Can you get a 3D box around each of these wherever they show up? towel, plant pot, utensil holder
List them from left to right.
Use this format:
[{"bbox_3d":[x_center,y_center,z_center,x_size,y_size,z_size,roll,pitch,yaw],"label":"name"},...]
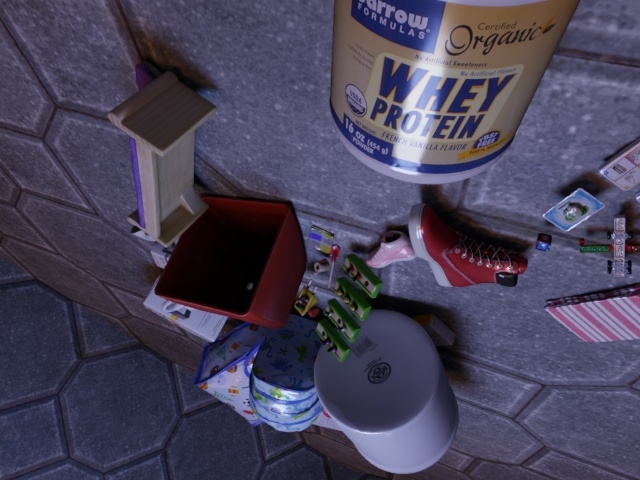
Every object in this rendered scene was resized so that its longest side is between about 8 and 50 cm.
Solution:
[{"bbox_3d":[-0.178,0.075,1.156,0.267,0.267,0.236,8,155,28],"label":"plant pot"},{"bbox_3d":[0.000,0.000,1.128,0.060,0.009,0.083,24,149,5],"label":"towel"},{"bbox_3d":[0.183,0.403,1.262,0.327,0.328,0.386,9,150,26],"label":"utensil holder"},{"bbox_3d":[0.558,0.146,0.923,0.144,0.029,0.197,37,150,-18],"label":"towel"}]

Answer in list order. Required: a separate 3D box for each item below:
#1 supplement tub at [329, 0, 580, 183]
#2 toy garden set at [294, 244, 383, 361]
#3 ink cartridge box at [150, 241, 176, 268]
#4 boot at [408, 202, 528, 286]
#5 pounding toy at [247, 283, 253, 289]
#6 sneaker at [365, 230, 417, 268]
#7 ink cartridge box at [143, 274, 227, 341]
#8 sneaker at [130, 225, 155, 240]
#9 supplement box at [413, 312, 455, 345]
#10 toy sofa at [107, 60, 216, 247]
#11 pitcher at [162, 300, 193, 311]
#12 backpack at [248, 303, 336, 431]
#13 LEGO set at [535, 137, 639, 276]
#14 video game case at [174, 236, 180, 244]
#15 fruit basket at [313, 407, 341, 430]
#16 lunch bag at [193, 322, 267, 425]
[{"bbox_3d":[0.126,-0.234,0.473,0.228,0.228,0.316,19,149,11],"label":"supplement tub"},{"bbox_3d":[0.023,0.133,1.131,0.204,0.049,0.245,46,128,37],"label":"toy garden set"},{"bbox_3d":[-0.453,0.060,1.506,0.135,0.056,0.099,20,149,10],"label":"ink cartridge box"},{"bbox_3d":[0.274,0.010,0.873,0.176,0.089,0.244,-1,148,37],"label":"boot"},{"bbox_3d":[-0.226,0.159,1.428,0.180,0.094,0.206,-2,147,38],"label":"pounding toy"},{"bbox_3d":[0.137,0.015,1.012,0.134,0.051,0.070,-17,128,44],"label":"sneaker"},{"bbox_3d":[-0.486,0.251,1.727,0.278,0.117,0.201,32,160,-10],"label":"ink cartridge box"},{"bbox_3d":[-0.499,-0.026,1.425,0.152,0.054,0.061,4,153,42],"label":"sneaker"},{"bbox_3d":[0.290,0.230,1.233,0.098,0.036,0.062,42,146,-21],"label":"supplement box"},{"bbox_3d":[-0.331,-0.158,0.966,0.177,0.150,0.363,35,148,4],"label":"toy sofa"},{"bbox_3d":[-0.395,0.154,1.442,0.126,0.177,0.207,61,160,16],"label":"pitcher"},{"bbox_3d":[-0.074,0.367,1.400,0.289,0.356,0.273,21,148,9],"label":"backpack"},{"bbox_3d":[0.452,-0.037,0.724,0.182,0.060,0.244,33,140,-4],"label":"LEGO set"},{"bbox_3d":[-0.330,0.006,1.369,0.190,0.022,0.173,27,149,0],"label":"video game case"},{"bbox_3d":[0.108,0.553,1.665,0.352,0.165,0.327,19,122,-1],"label":"fruit basket"},{"bbox_3d":[-0.203,0.466,1.744,0.385,0.239,0.328,-31,120,20],"label":"lunch bag"}]
